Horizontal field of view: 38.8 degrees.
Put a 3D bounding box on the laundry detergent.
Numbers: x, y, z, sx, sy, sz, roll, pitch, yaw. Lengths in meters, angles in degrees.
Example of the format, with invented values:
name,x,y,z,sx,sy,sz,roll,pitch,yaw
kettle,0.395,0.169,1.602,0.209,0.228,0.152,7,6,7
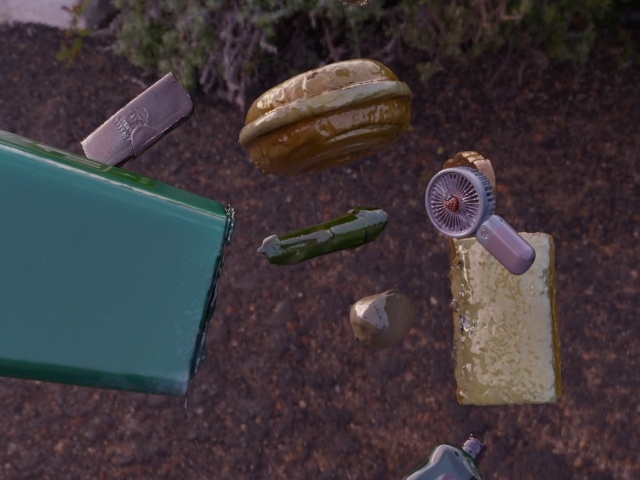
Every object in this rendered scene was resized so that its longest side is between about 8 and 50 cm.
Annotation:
name,x,y,z,sx,sy,sz,roll,pitch,yaw
laundry detergent,0.178,0.367,1.278,0.222,0.144,0.078,-41,8,-38

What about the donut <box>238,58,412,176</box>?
name,x,y,z,sx,sy,sz,roll,pitch,yaw
donut,0.013,-0.277,2.118,0.449,0.449,0.198,-16,87,-4

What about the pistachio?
name,x,y,z,sx,sy,sz,roll,pitch,yaw
pistachio,0.147,0.182,2.094,0.126,0.223,0.152,38,101,25

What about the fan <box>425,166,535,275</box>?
name,x,y,z,sx,sy,sz,roll,pitch,yaw
fan,0.294,-0.034,1.656,0.074,0.130,0.244,-14,52,-45

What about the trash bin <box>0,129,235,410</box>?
name,x,y,z,sx,sy,sz,roll,pitch,yaw
trash bin,-0.292,0.029,0.868,0.381,0.295,0.259,14,5,-9

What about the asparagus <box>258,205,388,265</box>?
name,x,y,z,sx,sy,sz,roll,pitch,yaw
asparagus,-0.001,-0.001,1.852,0.343,0.085,0.082,-19,80,-38

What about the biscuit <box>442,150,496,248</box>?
name,x,y,z,sx,sy,sz,roll,pitch,yaw
biscuit,0.375,-0.068,2.242,0.057,0.351,0.312,-7,82,-8

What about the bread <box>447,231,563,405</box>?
name,x,y,z,sx,sy,sz,roll,pitch,yaw
bread,0.400,0.172,1.991,0.237,0.165,0.375,-3,81,22

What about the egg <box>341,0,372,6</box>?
name,x,y,z,sx,sy,sz,roll,pitch,yaw
egg,0.074,-0.550,1.877,0.116,0.118,0.140,-2,40,-28

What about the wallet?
name,x,y,z,sx,sy,sz,roll,pitch,yaw
wallet,-0.388,-0.243,1.934,0.255,0.031,0.137,-37,57,2
